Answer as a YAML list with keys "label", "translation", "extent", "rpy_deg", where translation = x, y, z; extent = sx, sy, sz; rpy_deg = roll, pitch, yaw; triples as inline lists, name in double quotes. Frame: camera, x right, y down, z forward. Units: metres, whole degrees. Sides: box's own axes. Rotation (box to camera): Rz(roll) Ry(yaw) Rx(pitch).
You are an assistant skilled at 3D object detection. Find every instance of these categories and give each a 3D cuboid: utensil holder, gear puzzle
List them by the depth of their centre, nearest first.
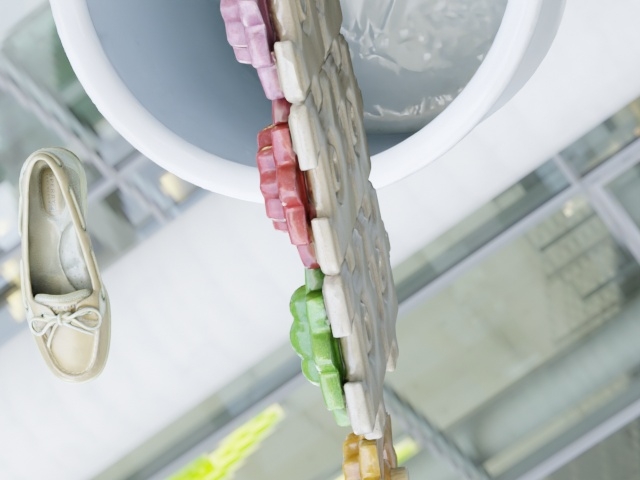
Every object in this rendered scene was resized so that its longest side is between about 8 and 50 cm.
- label: "gear puzzle"
  translation: [0.000, 0.000, 0.838]
  extent: [0.175, 0.044, 0.339]
  rpy_deg: [-71, -29, -70]
- label: "utensil holder"
  translation: [0.016, -0.206, 1.259]
  extent: [0.327, 0.327, 0.385]
  rpy_deg: [55, -167, 1]

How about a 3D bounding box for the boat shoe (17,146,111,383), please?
- label: "boat shoe"
  translation: [-0.165, 0.018, 1.089]
  extent: [0.048, 0.056, 0.153]
  rpy_deg: [-73, -20, -83]
